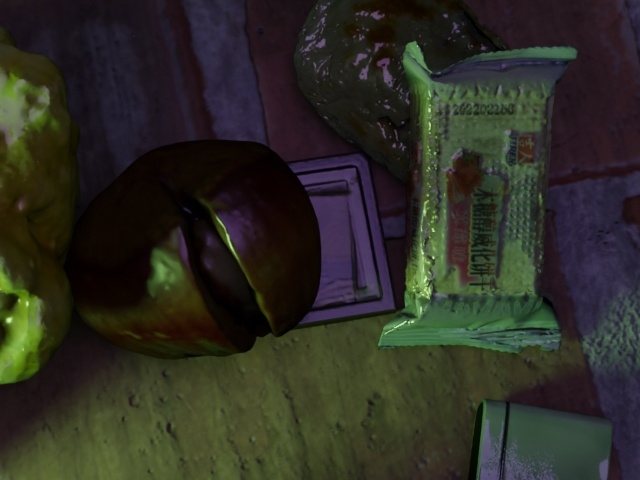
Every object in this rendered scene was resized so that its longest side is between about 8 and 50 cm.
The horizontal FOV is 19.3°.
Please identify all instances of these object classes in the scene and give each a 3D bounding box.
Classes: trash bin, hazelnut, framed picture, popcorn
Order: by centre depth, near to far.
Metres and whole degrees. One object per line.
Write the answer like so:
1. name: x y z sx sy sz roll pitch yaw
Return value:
1. popcorn: -0.357 -0.029 1.737 0.293 0.334 0.292 -33 112 -34
2. hazelnut: -0.120 0.016 1.799 0.251 0.217 0.217 -21 79 8
3. trash bin: 0.213 0.221 1.842 0.130 0.059 0.116 9 77 -4
4. framed picture: 0.000 0.000 1.893 0.128 0.023 0.168 -9 78 -6

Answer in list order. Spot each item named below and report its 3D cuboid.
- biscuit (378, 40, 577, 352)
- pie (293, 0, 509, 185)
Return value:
1. biscuit: 0.157 -0.040 1.843 0.186 0.079 0.309 1 99 -12
2. pie: 0.098 -0.174 1.906 0.248 0.090 0.201 38 73 0
